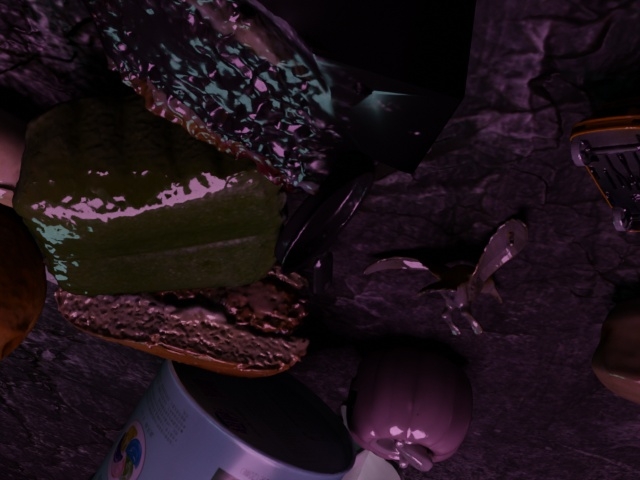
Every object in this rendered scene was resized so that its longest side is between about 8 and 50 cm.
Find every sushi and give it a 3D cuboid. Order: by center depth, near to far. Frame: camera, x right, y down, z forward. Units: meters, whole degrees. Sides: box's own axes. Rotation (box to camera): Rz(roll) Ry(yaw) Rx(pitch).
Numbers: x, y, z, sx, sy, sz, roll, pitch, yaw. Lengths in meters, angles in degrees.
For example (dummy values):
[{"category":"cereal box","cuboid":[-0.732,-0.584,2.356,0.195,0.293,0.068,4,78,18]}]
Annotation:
[{"category":"sushi","cuboid":[-0.035,-0.157,0.593,0.227,0.215,0.212,16,150,-7]}]

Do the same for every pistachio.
[{"category":"pistachio","cuboid":[0.403,0.122,0.984,0.206,0.131,0.129,-2,120,26]}]

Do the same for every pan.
[{"category":"pan","cuboid":[0.000,0.000,0.950,0.028,0.136,0.235,41,158,16]}]

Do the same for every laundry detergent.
[{"category":"laundry detergent","cuboid":[-0.150,0.332,1.206,0.287,0.305,0.287,31,-169,-7]}]

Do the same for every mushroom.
[{"category":"mushroom","cuboid":[-0.347,-0.076,0.935,0.154,0.122,0.154,24,174,3]}]

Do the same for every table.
[{"category":"table","cuboid":[0.072,0.373,1.517,0.167,0.166,0.198,12,142,-1]}]

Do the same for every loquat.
[{"category":"loquat","cuboid":[-0.438,0.042,1.071,0.238,0.238,0.193,18,133,-10]}]

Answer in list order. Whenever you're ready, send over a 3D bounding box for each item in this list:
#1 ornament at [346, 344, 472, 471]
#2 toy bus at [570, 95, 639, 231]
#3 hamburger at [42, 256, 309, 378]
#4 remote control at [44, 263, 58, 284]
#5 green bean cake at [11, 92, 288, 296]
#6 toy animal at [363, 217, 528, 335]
[{"category":"ornament","cuboid":[0.121,0.235,1.249,0.178,0.177,0.177,9,150,5]},{"category":"toy bus","cuboid":[0.272,-0.068,0.771,0.070,0.074,0.162,-2,150,36]},{"category":"hamburger","cuboid":[-0.157,0.072,1.093,0.282,0.155,0.245,4,160,32]},{"category":"remote control","cuboid":[-0.284,0.065,1.238,0.190,0.029,0.087,29,146,-26]},{"category":"green bean cake","cuboid":[-0.158,-0.043,0.876,0.248,0.124,0.222,-6,152,-9]},{"category":"toy animal","cuboid":[0.158,0.059,1.008,0.219,0.095,0.155,-12,138,36]}]
